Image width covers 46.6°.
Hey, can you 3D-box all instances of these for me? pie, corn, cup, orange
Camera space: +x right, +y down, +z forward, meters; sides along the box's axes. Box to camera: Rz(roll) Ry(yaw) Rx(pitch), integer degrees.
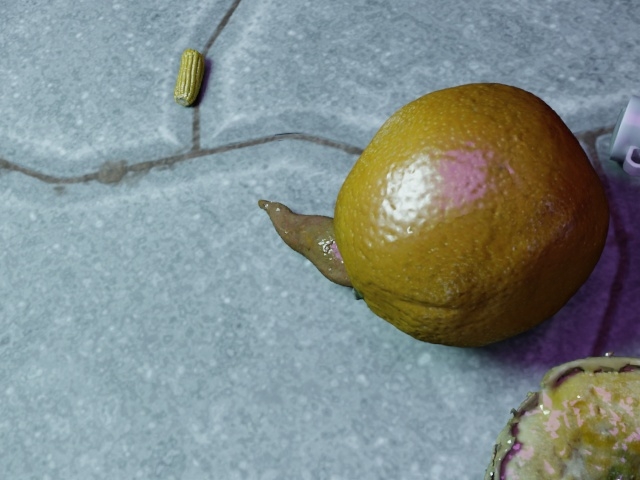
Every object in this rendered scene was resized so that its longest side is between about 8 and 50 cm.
[{"bbox_3d":[0.275,0.229,0.634,0.274,0.055,0.274,-1,65,2],"label":"pie"},{"bbox_3d":[-0.186,-0.231,1.052,0.037,0.037,0.092,1,60,15],"label":"corn"},{"bbox_3d":[0.373,-0.100,0.806,0.116,0.074,0.104,21,50,20],"label":"cup"},{"bbox_3d":[0.140,-0.020,0.722,0.264,0.264,0.264,-6,60,11],"label":"orange"}]

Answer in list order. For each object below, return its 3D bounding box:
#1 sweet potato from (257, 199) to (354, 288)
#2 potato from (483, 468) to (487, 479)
[{"bbox_3d":[0.000,-0.002,0.858,0.226,0.068,0.068,34,74,29],"label":"sweet potato"},{"bbox_3d":[0.195,0.223,0.699,0.093,0.036,0.037,-23,19,-8],"label":"potato"}]
